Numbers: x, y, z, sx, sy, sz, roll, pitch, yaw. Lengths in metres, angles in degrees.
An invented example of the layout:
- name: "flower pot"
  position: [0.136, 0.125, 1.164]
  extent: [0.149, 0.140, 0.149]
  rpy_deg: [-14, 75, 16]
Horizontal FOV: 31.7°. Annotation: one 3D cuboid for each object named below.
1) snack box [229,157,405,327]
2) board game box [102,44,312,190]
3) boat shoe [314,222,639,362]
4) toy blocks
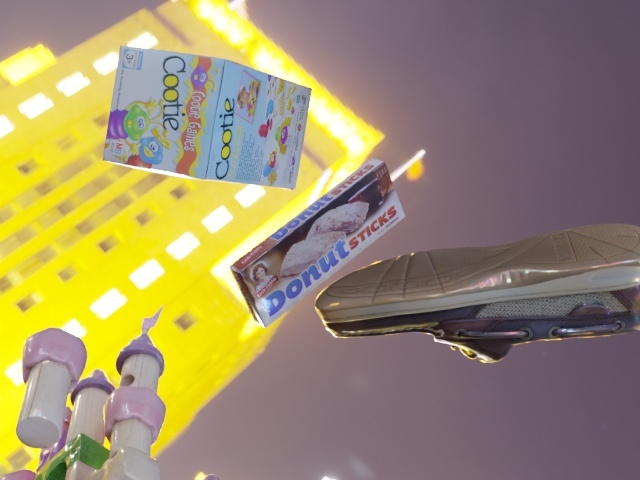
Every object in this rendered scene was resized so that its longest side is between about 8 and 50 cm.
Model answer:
- name: "snack box"
  position: [0.000, 0.000, 1.010]
  extent: [0.022, 0.178, 0.064]
  rpy_deg: [21, -39, 49]
- name: "board game box"
  position: [-0.134, -0.149, 1.417]
  extent: [0.142, 0.275, 0.144]
  rpy_deg: [11, -86, 20]
- name: "boat shoe"
  position: [0.139, 0.056, 0.933]
  extent: [0.285, 0.103, 0.092]
  rpy_deg: [-11, -70, 10]
- name: "toy blocks"
  position: [-0.255, 0.245, 1.233]
  extent: [0.309, 0.260, 0.288]
  rpy_deg: [37, -67, -24]
